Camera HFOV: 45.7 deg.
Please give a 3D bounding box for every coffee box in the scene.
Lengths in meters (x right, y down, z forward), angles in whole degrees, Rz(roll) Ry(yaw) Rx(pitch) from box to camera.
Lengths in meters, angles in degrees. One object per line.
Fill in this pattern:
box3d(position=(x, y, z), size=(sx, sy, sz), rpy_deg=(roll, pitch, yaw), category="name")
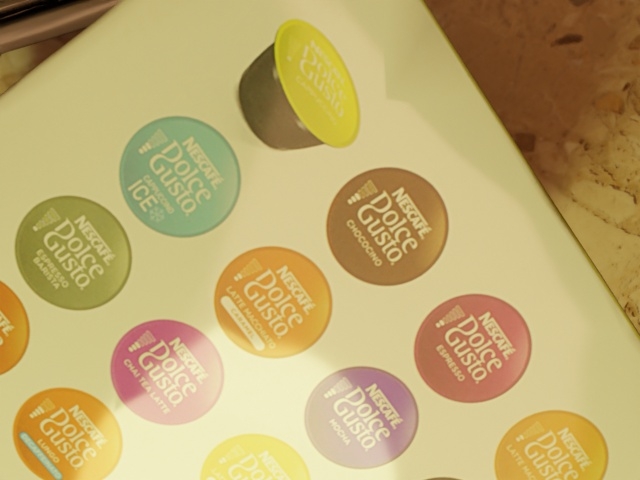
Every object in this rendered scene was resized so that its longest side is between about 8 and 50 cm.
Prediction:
box3d(position=(-0.030, 0.029, 0.496), size=(0.334, 0.338, 0.337), rpy_deg=(-34, 102, 10), category="coffee box")

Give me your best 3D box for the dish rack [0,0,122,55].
box3d(position=(-0.196, -0.285, 0.495), size=(0.333, 0.072, 0.285), rpy_deg=(-16, 119, 2), category="dish rack")
